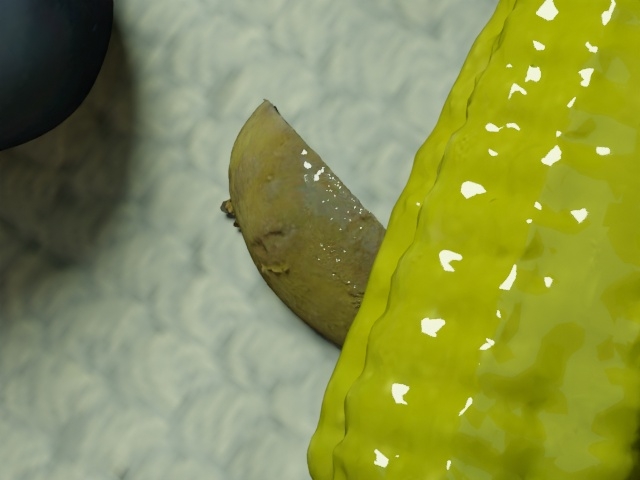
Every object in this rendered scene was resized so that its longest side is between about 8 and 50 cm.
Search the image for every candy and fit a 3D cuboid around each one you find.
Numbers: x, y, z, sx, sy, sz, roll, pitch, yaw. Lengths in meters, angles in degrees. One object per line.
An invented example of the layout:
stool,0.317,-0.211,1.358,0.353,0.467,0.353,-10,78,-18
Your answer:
candy,0.072,-0.013,0.497,0.106,0.094,0.198,17,87,7

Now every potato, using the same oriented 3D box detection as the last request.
potato,-0.001,0.000,0.551,0.037,0.036,0.093,-41,72,-2

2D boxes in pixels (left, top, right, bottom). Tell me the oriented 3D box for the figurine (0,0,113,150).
figurine,-0.150,-0.107,0.578,0.145,0.145,0.222,-35,61,4
